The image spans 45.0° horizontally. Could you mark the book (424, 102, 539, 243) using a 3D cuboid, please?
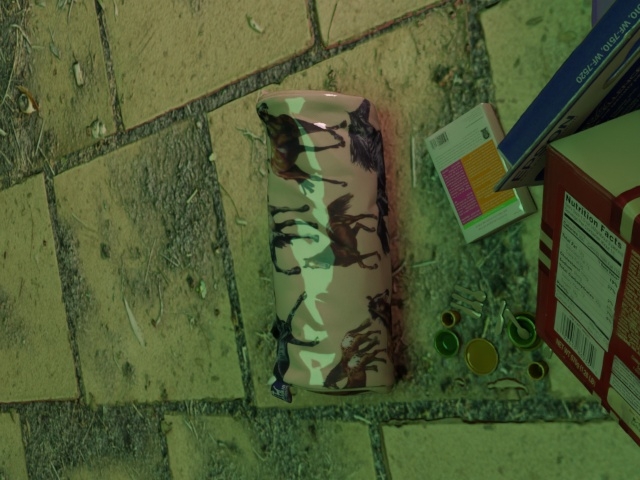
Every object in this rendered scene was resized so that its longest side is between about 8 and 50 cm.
[{"bbox_3d":[0.191,-0.080,0.938,0.096,0.035,0.144,-30,74,41],"label":"book"}]

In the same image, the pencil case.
[{"bbox_3d":[0.000,0.000,1.023,0.183,0.160,0.411,-2,93,26],"label":"pencil case"}]

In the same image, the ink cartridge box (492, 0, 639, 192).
[{"bbox_3d":[0.290,-0.177,0.662,0.072,0.307,0.304,51,123,24],"label":"ink cartridge box"}]

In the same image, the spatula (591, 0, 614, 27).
[{"bbox_3d":[0.295,-0.348,0.759,0.084,0.030,0.297,12,131,43],"label":"spatula"}]

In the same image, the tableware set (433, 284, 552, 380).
[{"bbox_3d":[0.209,0.123,0.945,0.154,0.024,0.104,23,109,36],"label":"tableware set"}]

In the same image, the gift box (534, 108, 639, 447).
[{"bbox_3d":[0.341,0.029,0.628,0.276,0.258,0.255,80,164,-46],"label":"gift box"}]
